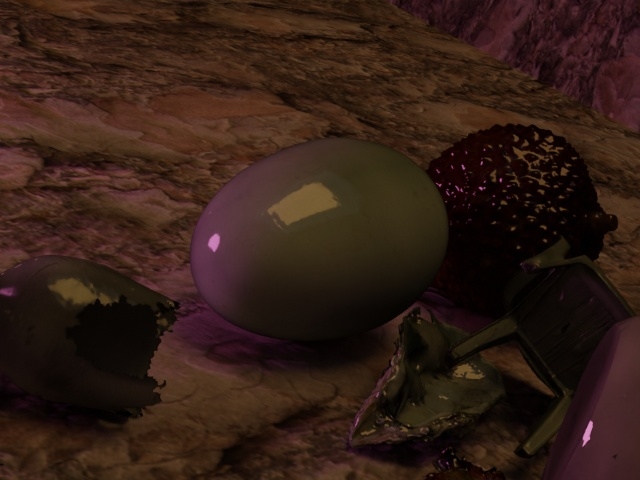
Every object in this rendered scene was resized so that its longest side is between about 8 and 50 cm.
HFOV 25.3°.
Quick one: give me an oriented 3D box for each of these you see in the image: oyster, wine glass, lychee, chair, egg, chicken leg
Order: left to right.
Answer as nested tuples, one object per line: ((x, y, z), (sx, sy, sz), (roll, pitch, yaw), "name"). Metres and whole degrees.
((-0.288, 0.063, 1.288), (0.321, 0.143, 0.143), (16, 20, -14), "wine glass")
((0.000, 0.000, 1.618), (0.230, 0.230, 0.371), (33, 28, 31), "egg")
((0.128, 0.160, 1.541), (0.199, 0.087, 0.252), (39, 33, -24), "oyster")
((0.113, 0.257, 1.325), (0.106, 0.051, 0.253), (23, 19, 23), "chicken leg")
((0.251, -0.021, 1.902), (0.304, 0.276, 0.276), (4, 7, 33), "lychee")
((0.266, 0.119, 1.592), (0.203, 0.190, 0.274), (54, 28, 10), "chair")

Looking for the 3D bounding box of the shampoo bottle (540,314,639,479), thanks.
((0.360, 0.222, 1.267), (0.317, 0.322, 0.322), (15, 18, 7), "shampoo bottle")

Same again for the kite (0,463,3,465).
((-0.386, 0.112, 1.095), (0.335, 0.011, 0.314), (24, 38, 20), "kite")
